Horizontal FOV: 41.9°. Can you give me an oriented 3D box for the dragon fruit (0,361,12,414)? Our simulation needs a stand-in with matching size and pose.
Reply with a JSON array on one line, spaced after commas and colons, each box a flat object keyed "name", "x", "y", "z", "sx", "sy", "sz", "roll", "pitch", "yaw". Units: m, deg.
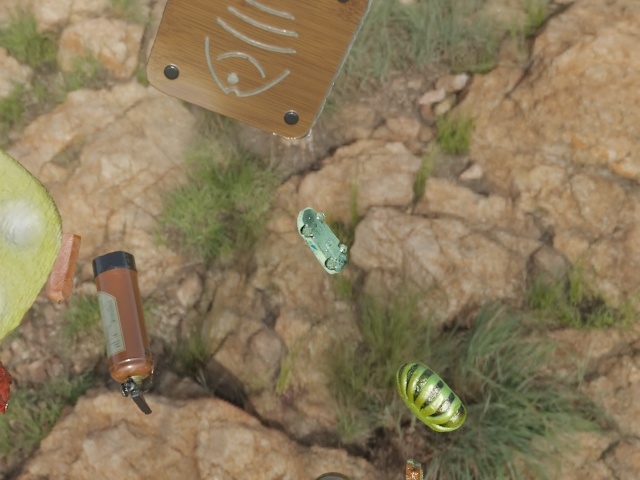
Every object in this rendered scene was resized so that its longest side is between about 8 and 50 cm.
[{"name": "dragon fruit", "x": -0.790, "y": 0.336, "z": 1.887, "sx": 0.172, "sy": 0.210, "sz": 0.172, "roll": 4, "pitch": 23, "yaw": -2}]

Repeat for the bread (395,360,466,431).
[{"name": "bread", "x": 0.181, "y": 0.265, "z": 1.406, "sx": 0.071, "sy": 0.130, "sz": 0.139, "roll": -41, "pitch": 81, "yaw": -14}]

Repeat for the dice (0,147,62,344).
[{"name": "dice", "x": -0.335, "y": 0.007, "z": 0.686, "sx": 0.169, "sy": 0.166, "sz": 0.169, "roll": -11, "pitch": 48, "yaw": 42}]

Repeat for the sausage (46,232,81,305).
[{"name": "sausage", "x": -0.606, "y": 0.068, "z": 1.961, "sx": 0.065, "sy": 0.065, "sz": 0.170, "roll": 6, "pitch": 80, "yaw": 10}]

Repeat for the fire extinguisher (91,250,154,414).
[{"name": "fire extinguisher", "x": -0.212, "y": 0.101, "z": 0.914, "sx": 0.050, "sy": 0.062, "sz": 0.177, "roll": -16, "pitch": 68, "yaw": 3}]

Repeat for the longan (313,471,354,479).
[{"name": "longan", "x": 0.026, "y": 0.462, "z": 1.464, "sx": 0.113, "sy": 0.092, "sz": 0.114, "roll": 8, "pitch": 71, "yaw": -23}]

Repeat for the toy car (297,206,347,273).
[{"name": "toy car", "x": 0.000, "y": 0.000, "z": 2.109, "sx": 0.058, "sy": 0.186, "sz": 0.093, "roll": -24, "pitch": 19, "yaw": 39}]

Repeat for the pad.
[{"name": "pad", "x": -0.100, "y": -0.311, "z": 1.285, "sx": 0.286, "sy": 0.284, "sz": 0.018, "roll": 19, "pitch": 32, "yaw": -14}]

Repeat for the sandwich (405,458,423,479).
[{"name": "sandwich", "x": 0.185, "y": 0.515, "z": 1.691, "sx": 0.029, "sy": 0.067, "sz": 0.135, "roll": -3, "pitch": 47, "yaw": 22}]
